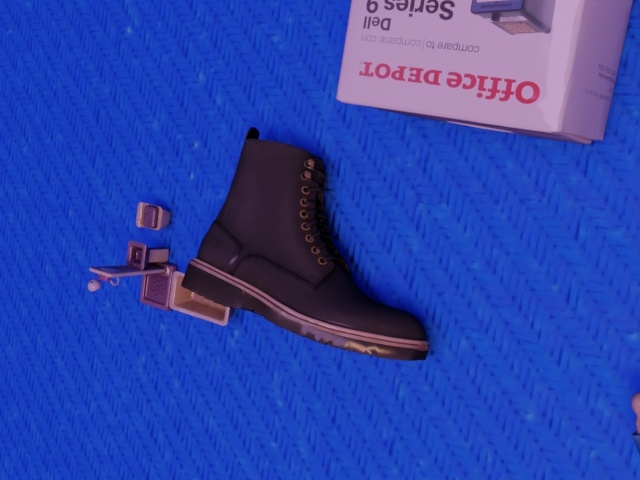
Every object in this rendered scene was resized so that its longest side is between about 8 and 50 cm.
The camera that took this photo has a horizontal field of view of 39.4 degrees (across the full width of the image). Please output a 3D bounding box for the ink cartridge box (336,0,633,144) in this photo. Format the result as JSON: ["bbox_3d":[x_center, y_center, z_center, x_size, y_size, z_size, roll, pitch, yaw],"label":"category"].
[{"bbox_3d":[0.109,-0.175,0.552,0.154,0.093,0.212,15,102,33],"label":"ink cartridge box"}]

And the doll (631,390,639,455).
[{"bbox_3d":[0.236,0.119,0.500,0.129,0.046,0.188,28,113,21],"label":"doll"}]

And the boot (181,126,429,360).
[{"bbox_3d":[0.000,0.000,0.651,0.198,0.077,0.137,18,87,22],"label":"boot"}]

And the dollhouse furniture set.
[{"bbox_3d":[-0.128,0.023,0.726,0.114,0.081,0.090,14,99,33],"label":"dollhouse furniture set"}]
